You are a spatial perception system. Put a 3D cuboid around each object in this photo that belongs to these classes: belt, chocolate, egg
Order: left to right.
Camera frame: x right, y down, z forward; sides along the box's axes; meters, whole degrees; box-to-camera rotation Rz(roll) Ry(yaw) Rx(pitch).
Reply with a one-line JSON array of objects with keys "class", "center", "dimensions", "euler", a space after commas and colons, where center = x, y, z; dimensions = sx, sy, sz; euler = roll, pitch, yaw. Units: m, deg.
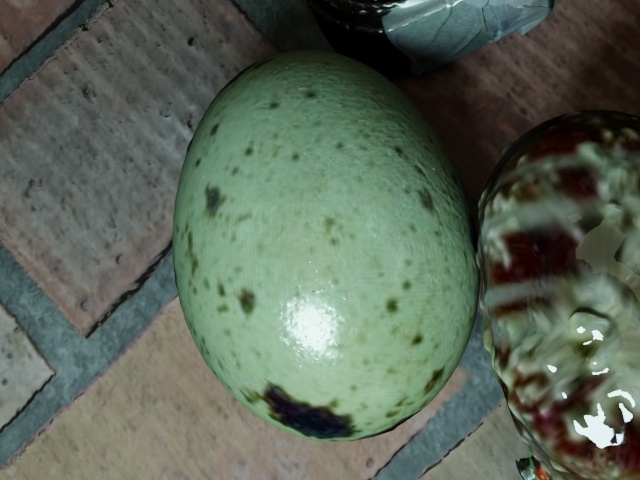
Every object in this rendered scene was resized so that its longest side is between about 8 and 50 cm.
[{"class": "egg", "center": [0.000, 0.000, 1.090], "dimensions": [0.287, 0.287, 0.379], "euler": [-23, 70, 9]}, {"class": "belt", "center": [0.124, -0.292, 1.192], "dimensions": [0.289, 0.164, 0.184], "euler": [-20, 64, 10]}, {"class": "chocolate", "center": [0.234, 0.051, 0.920], "dimensions": [0.225, 0.210, 0.340], "euler": [-9, 77, 12]}]

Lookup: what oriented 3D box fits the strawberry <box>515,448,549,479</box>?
[{"class": "strawberry", "center": [0.257, 0.210, 1.057], "dimensions": [0.148, 0.131, 0.131], "euler": [24, 84, 18]}]
